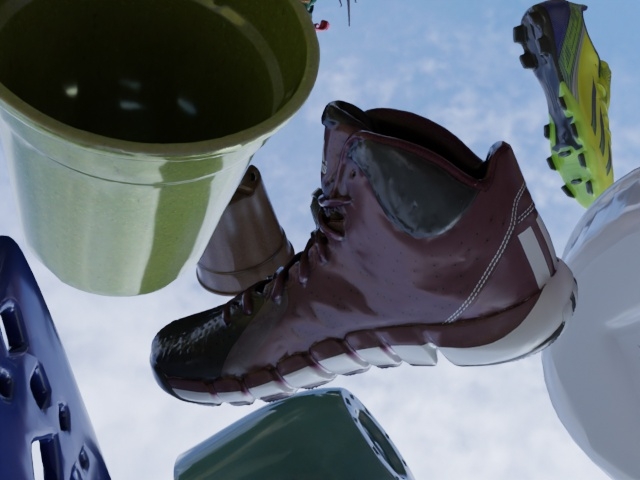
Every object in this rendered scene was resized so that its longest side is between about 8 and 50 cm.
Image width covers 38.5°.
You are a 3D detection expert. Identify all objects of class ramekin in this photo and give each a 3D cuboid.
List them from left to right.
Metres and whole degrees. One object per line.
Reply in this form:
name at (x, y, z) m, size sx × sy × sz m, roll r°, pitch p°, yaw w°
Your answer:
ramekin at (0.300, 0.074, 0.686) m, size 0.277 × 0.277 × 0.135 m, roll 34°, pitch -154°, yaw 16°

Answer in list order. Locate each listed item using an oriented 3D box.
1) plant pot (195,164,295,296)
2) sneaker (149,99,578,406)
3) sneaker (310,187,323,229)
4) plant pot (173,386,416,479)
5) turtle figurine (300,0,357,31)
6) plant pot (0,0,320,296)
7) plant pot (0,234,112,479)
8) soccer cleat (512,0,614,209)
plant pot at (-0.139, -0.026, 1.459) m, size 0.167 × 0.165 × 0.167 m, roll -9°, pitch -144°, yaw 7°
sneaker at (0.000, 0.000, 0.557) m, size 0.281 × 0.162 × 0.106 m, roll -13°, pitch -158°, yaw 20°
sneaker at (0.063, -0.010, 1.631) m, size 0.121 × 0.079 × 0.217 m, roll -37°, pitch -94°, yaw -6°
plant pot at (-0.011, 0.333, 1.211) m, size 0.235 × 0.293 × 0.293 m, roll -38°, pitch -121°, yaw 5°
turtle figurine at (-0.046, -0.433, 1.529) m, size 0.175 × 0.118 × 0.234 m, roll -7°, pitch -114°, yaw -31°
plant pot at (-0.165, -0.092, 0.785) m, size 0.276 × 0.254 × 0.276 m, roll 10°, pitch -130°, yaw -12°
plant pot at (-0.265, 0.164, 0.531) m, size 0.236 × 0.236 × 0.212 m, roll -14°, pitch -152°, yaw -2°
soccer cleat at (0.347, -0.183, 1.205) m, size 0.121 × 0.093 × 0.289 m, roll -12°, pitch -98°, yaw -19°
